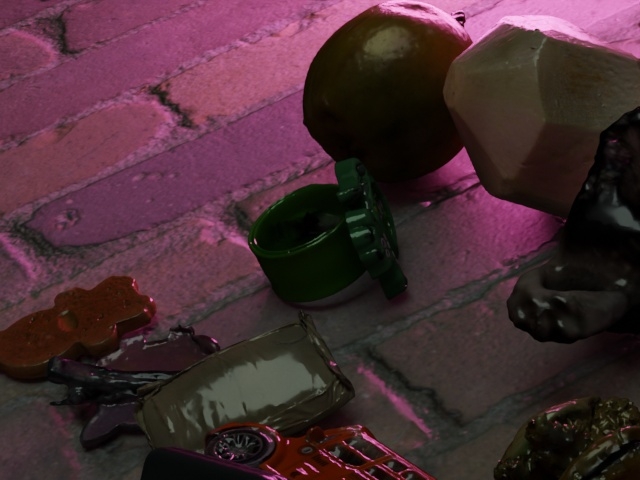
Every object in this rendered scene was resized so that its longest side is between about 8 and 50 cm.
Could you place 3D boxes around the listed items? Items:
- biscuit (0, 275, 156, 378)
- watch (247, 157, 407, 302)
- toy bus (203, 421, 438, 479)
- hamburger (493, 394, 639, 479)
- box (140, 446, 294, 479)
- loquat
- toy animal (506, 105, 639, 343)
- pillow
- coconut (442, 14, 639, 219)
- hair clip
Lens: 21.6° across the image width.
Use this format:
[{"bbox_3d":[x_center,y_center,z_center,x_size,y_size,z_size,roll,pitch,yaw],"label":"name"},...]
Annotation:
[{"bbox_3d":[-0.267,0.098,1.818,0.184,0.027,0.133,-34,38,-25],"label":"biscuit"},{"bbox_3d":[0.000,0.000,1.777,0.152,0.131,0.165,-19,32,13],"label":"watch"},{"bbox_3d":[0.037,0.252,1.366,0.153,0.143,0.329,-23,31,-31],"label":"toy bus"},{"bbox_3d":[0.207,0.195,1.349,0.159,0.185,0.131,-39,40,-7],"label":"hamburger"},{"bbox_3d":[-0.101,0.284,1.311,0.160,0.050,0.230,7,81,44],"label":"box"},{"bbox_3d":[0.098,-0.184,1.928,0.213,0.213,0.246,18,54,40],"label":"loquat"},{"bbox_3d":[0.363,0.033,1.522,0.344,0.194,0.303,12,36,40],"label":"toy animal"},{"bbox_3d":[-0.079,0.154,1.607,0.208,0.053,0.119,-26,59,-4],"label":"pillow"},{"bbox_3d":[0.236,-0.134,1.783,0.237,0.197,0.237,16,21,-6],"label":"coconut"},{"bbox_3d":[-0.184,0.142,1.704,0.187,0.056,0.146,-3,36,-2],"label":"hair clip"}]
